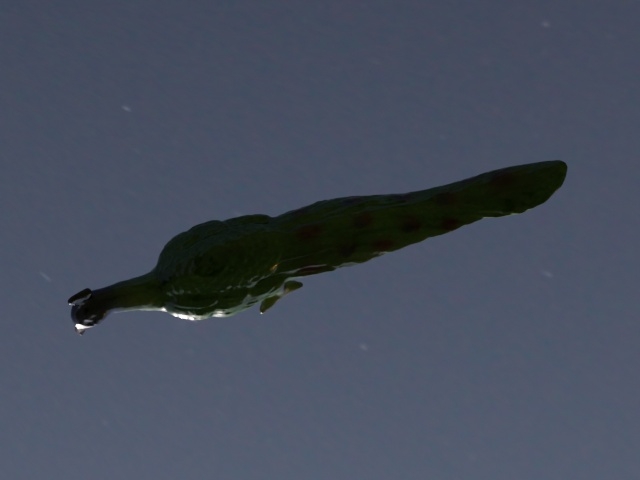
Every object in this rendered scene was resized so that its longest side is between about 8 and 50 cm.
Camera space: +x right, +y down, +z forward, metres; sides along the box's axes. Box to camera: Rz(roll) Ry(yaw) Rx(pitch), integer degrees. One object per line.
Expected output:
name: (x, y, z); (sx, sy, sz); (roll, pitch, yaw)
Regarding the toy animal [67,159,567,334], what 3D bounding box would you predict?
toy animal: (-0.002, 0.003, 0.813); (0.216, 0.075, 0.041); (-14, -99, -6)
